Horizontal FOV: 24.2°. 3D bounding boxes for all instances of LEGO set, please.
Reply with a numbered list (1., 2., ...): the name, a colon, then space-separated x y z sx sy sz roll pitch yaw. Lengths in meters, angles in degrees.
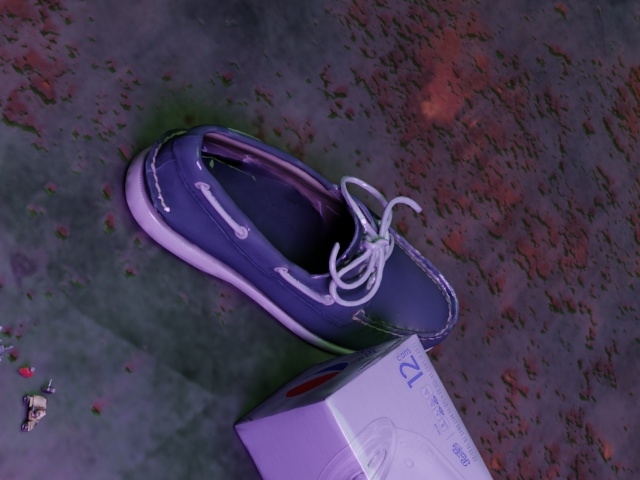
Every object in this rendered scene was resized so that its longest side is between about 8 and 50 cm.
1. LEGO set: -0.177 0.068 0.810 0.083 0.023 0.054 25 60 -31

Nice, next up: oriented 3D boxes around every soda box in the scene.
1. soda box: 0.067 0.207 0.916 0.091 0.098 0.286 -32 97 -42

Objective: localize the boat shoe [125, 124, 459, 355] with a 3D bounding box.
1. boat shoe: 0.000 0.000 0.944 0.254 0.079 0.095 33 56 -27
